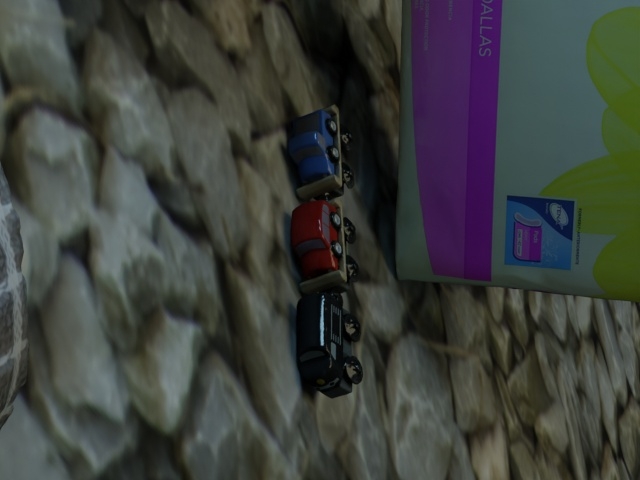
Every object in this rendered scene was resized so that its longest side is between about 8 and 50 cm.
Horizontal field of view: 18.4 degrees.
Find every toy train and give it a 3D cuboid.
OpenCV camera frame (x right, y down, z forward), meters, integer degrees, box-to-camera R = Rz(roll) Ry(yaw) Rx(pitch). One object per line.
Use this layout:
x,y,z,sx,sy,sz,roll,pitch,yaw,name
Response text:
0.000,0.000,0.956,0.036,0.027,0.158,34,45,-46,toy train

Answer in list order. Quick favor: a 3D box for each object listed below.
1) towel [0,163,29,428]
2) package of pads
-0.174,-0.050,0.390,0.235,0.121,0.284,-40,114,-69,towel
0.160,-0.111,1.033,0.101,0.229,0.296,-62,155,-61,package of pads
